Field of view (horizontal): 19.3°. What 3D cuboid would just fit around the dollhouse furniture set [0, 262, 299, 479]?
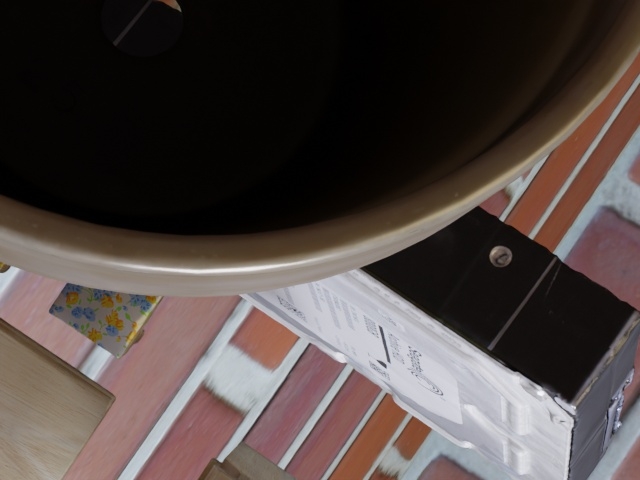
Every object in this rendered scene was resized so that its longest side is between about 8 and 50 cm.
[{"bbox_3d":[-0.136,0.099,0.900,0.212,0.242,0.161,-56,177,1],"label":"dollhouse furniture set"}]

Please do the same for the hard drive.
[{"bbox_3d":[0.000,0.000,0.950,0.064,0.339,0.237,-54,165,-11],"label":"hard drive"}]

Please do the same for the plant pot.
[{"bbox_3d":[-0.056,-0.123,0.688,0.323,0.323,0.280,-53,-179,-14],"label":"plant pot"}]
